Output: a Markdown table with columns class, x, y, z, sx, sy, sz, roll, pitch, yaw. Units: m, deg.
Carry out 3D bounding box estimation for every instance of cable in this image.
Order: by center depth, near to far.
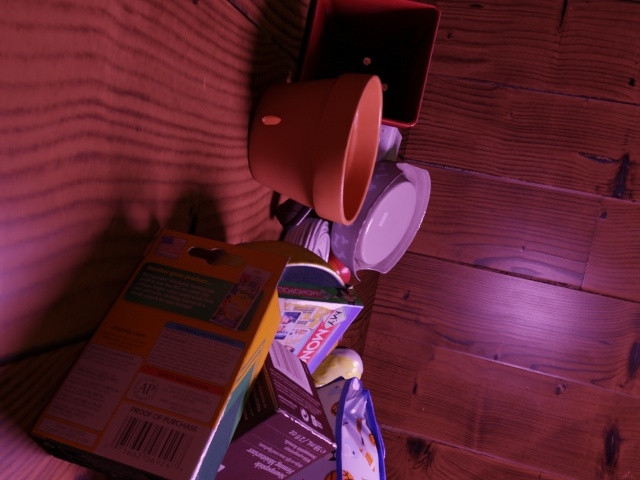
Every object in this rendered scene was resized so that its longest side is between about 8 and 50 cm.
| class | x | y | z | sx | sy | sz | roll | pitch | yaw |
| --- | --- | --- | --- | --- | --- | --- | --- | --- | --- |
| cable | -0.044 | 0.065 | 1.526 | 0.257 | 0.089 | 0.257 | -35 | 136 | -72 |

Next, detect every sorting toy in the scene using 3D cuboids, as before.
| class | x | y | z | sx | sy | sz | roll | pitch | yaw |
| --- | --- | --- | --- | --- | --- | --- | --- | --- | --- |
| sorting toy | 0.000 | 0.000 | 1.687 | 0.126 | 0.127 | 0.365 | -29 | 135 | -32 |

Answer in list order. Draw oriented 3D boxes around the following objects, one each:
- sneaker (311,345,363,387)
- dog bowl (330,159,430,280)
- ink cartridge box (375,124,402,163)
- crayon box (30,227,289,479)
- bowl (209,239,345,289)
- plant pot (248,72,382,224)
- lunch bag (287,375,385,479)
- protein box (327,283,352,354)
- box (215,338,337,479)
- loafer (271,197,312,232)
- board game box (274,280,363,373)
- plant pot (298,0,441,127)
| class | x | y | z | sx | sy | sz | roll | pitch | yaw |
| --- | --- | --- | --- | --- | --- | --- | --- | --- | --- |
| sneaker | -0.028 | 0.421 | 1.469 | 0.384 | 0.145 | 0.147 | -52 | -172 | 17 |
| dog bowl | 0.160 | -0.060 | 1.623 | 0.349 | 0.102 | 0.348 | -39 | 145 | -34 |
| ink cartridge box | 0.168 | -0.207 | 1.682 | 0.189 | 0.066 | 0.232 | 11 | 89 | -77 |
| crayon box | -0.183 | 0.145 | 0.777 | 0.083 | 0.203 | 0.322 | 86 | 22 | -50 |
| bowl | -0.117 | 0.095 | 1.040 | 0.289 | 0.290 | 0.156 | 88 | -23 | -47 |
| plant pot | -0.011 | -0.190 | 1.177 | 0.291 | 0.204 | 0.290 | 12 | 90 | -77 |
| lunch bag | -0.041 | 0.491 | 1.238 | 0.239 | 0.328 | 0.385 | 52 | 23 | -37 |
| protein box | -0.057 | 0.151 | 1.298 | 0.200 | 0.201 | 0.135 | -14 | 116 | -75 |
| box | -0.118 | 0.261 | 0.880 | 0.168 | 0.203 | 0.167 | 47 | 11 | -44 |
| loafer | -0.026 | -0.121 | 1.325 | 0.220 | 0.078 | 0.080 | -52 | -173 | -10 |
| board game box | -0.096 | 0.197 | 1.001 | 0.214 | 0.046 | 0.317 | 10 | 125 | -38 |
| plant pot | 0.104 | -0.397 | 1.394 | 0.236 | 0.267 | 0.267 | 52 | 50 | -89 |
